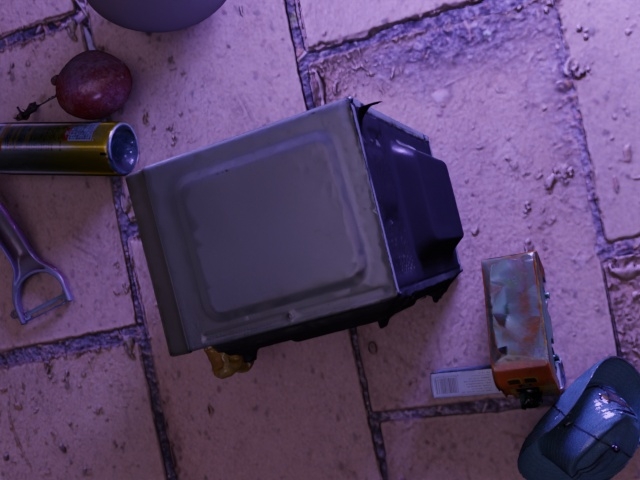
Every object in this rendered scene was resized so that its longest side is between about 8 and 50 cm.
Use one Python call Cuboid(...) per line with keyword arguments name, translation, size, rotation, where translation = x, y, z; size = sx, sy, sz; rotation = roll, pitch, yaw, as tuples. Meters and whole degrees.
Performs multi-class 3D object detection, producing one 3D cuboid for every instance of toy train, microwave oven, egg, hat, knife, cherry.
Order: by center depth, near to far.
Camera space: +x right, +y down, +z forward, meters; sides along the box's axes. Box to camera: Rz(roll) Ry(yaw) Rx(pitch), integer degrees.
Cuboid(name="microwave oven", translation=(0.000, 0.000, 0.880), size=(0.286, 0.355, 0.219), rotation=(-15, 86, 18))
Cuboid(name="hat", translation=(0.319, 0.231, 0.898), size=(0.138, 0.078, 0.191), rotation=(27, 101, -23))
Cuboid(name="toy train", translation=(0.238, 0.100, 0.908), size=(0.072, 0.099, 0.188), rotation=(-9, 60, 18))
Cuboid(name="egg", translation=(-0.221, -0.370, 1.040), size=(0.231, 0.176, 0.176), rotation=(-14, 87, 25))
Cuboid(name="cherry", translation=(-0.369, -0.228, 1.150), size=(0.225, 0.090, 0.107), rotation=(1, 67, 32))
Cuboid(name="knife", translation=(-0.502, -0.005, 1.205), size=(0.123, 0.053, 0.278), rotation=(-26, 102, 15))

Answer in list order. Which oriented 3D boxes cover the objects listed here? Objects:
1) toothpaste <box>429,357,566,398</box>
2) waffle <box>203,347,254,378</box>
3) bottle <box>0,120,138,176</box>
Cuboid(name="toothpaste", translation=(0.222, 0.173, 0.970), size=(0.164, 0.046, 0.034), rotation=(-9, 86, 20))
Cuboid(name="waffle", translation=(-0.146, 0.050, 0.989), size=(0.056, 0.253, 0.249), rotation=(-14, 72, 6))
Cuboid(name="bottle", translation=(-0.420, -0.139, 1.169), size=(0.286, 0.082, 0.082), rotation=(3, 93, 19))
